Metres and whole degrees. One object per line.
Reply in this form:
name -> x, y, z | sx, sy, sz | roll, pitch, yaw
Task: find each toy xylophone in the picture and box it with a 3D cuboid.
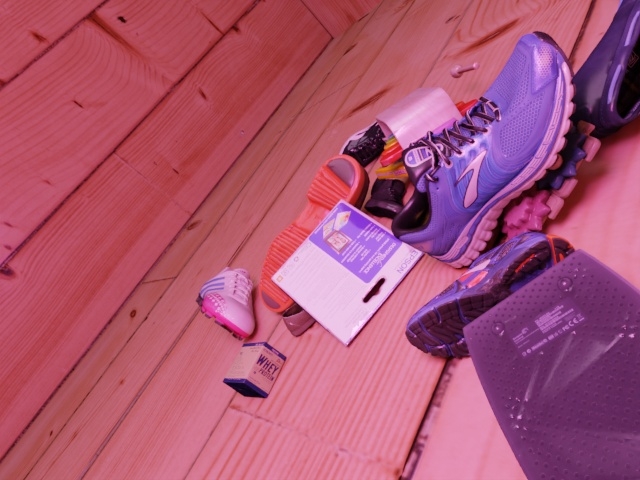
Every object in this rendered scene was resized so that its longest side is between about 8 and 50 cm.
toy xylophone -> 0.214, -0.258, 0.959 | 0.236, 0.081, 0.322 | -30, 15, 18

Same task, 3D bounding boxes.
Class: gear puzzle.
gear puzzle -> 0.271, -0.131, 0.729 | 0.339, 0.044, 0.175 | -102, 33, -63

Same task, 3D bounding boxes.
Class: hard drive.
hard drive -> 0.241, 0.127, 0.426 | 0.172, 0.054, 0.254 | -40, 23, 17

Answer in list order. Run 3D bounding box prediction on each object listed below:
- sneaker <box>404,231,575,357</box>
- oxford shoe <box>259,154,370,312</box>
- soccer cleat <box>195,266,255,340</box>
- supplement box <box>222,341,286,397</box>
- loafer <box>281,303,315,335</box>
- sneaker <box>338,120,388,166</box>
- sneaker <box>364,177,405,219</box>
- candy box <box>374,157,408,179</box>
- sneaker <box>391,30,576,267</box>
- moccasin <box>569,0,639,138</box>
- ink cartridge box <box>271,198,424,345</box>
sneaker -> 0.202, 0.066, 0.588 | 0.221, 0.083, 0.087 | -35, 11, 14
oxford shoe -> 0.000, 0.000, 1.020 | 0.130, 0.133, 0.363 | 38, 99, 27
soccer cleat -> -0.215, 0.131, 1.145 | 0.143, 0.116, 0.331 | -52, 23, -11
supplement box -> -0.122, 0.239, 0.881 | 0.083, 0.056, 0.083 | -19, 36, 49
loafer -> -0.014, 0.118, 0.897 | 0.148, 0.050, 0.056 | -46, 24, 4
sneaker -> 0.136, -0.245, 1.190 | 0.217, 0.079, 0.121 | -43, 21, 5
sneaker -> 0.142, -0.091, 0.964 | 0.089, 0.051, 0.170 | -53, 20, -6
candy box -> 0.215, -0.194, 0.980 | 0.206, 0.027, 0.105 | -40, 22, -19
sneaker -> 0.191, -0.105, 0.618 | 0.129, 0.147, 0.329 | -94, 22, -53
moccasin -> 0.460, -0.273, 0.625 | 0.341, 0.138, 0.117 | -60, 13, 3
ink cartridge box -> 0.046, 0.054, 0.847 | 0.206, 0.045, 0.208 | -48, 53, -6
